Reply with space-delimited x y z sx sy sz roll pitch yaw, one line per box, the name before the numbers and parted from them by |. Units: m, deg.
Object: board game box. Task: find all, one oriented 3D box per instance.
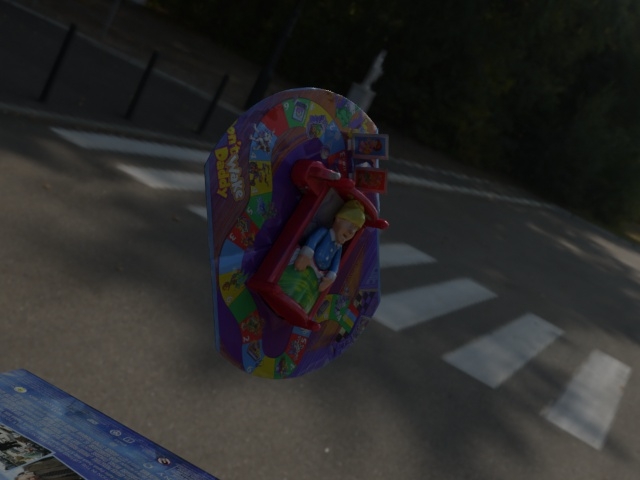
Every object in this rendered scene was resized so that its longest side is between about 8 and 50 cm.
board game box | 0.000 0.000 0.497 0.133 0.168 0.033 -14 18 -43

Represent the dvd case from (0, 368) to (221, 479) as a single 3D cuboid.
dvd case | -0.163 0.118 0.388 0.180 0.022 0.253 22 11 24
